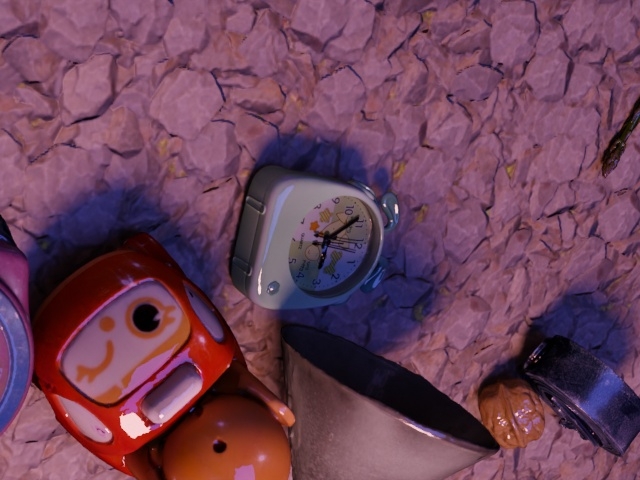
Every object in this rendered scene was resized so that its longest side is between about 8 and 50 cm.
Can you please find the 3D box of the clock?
[{"bbox_3d":[0.001,0.000,1.371,0.188,0.060,0.148,5,106,-36],"label":"clock"}]

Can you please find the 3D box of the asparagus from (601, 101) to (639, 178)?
[{"bbox_3d":[0.409,-0.179,1.595,0.233,0.022,0.023,-61,173,0],"label":"asparagus"}]

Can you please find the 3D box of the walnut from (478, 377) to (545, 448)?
[{"bbox_3d":[0.243,0.218,1.617,0.079,0.082,0.096,-19,116,8],"label":"walnut"}]

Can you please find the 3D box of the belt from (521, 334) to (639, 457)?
[{"bbox_3d":[0.336,0.199,1.631,0.082,0.141,0.190,-51,127,-8],"label":"belt"}]

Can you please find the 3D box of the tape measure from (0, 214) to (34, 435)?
[{"bbox_3d":[-0.368,0.078,1.109,0.231,0.149,0.245,12,95,-34],"label":"tape measure"}]

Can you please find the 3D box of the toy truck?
[{"bbox_3d":[-0.146,0.145,1.220,0.189,0.239,0.265,-42,127,-12],"label":"toy truck"}]

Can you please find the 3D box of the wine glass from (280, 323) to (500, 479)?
[{"bbox_3d":[-0.019,0.322,1.368,0.267,0.267,0.406,26,95,-38],"label":"wine glass"}]
